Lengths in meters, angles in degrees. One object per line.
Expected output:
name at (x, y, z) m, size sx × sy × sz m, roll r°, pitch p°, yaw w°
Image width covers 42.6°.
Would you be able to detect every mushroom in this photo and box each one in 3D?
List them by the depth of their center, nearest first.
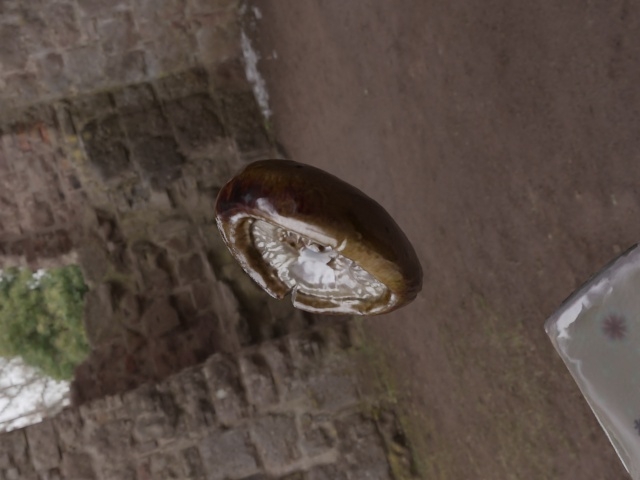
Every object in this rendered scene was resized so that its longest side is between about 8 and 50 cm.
mushroom at (0.000, 0.000, 0.450) m, size 0.123 × 0.123 × 0.052 m, roll 96°, pitch -162°, yaw -66°

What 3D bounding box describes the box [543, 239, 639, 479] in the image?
box at (0.259, 0.086, 0.237) m, size 0.225 × 0.191 × 0.297 m, roll -51°, pitch 53°, yaw 41°
